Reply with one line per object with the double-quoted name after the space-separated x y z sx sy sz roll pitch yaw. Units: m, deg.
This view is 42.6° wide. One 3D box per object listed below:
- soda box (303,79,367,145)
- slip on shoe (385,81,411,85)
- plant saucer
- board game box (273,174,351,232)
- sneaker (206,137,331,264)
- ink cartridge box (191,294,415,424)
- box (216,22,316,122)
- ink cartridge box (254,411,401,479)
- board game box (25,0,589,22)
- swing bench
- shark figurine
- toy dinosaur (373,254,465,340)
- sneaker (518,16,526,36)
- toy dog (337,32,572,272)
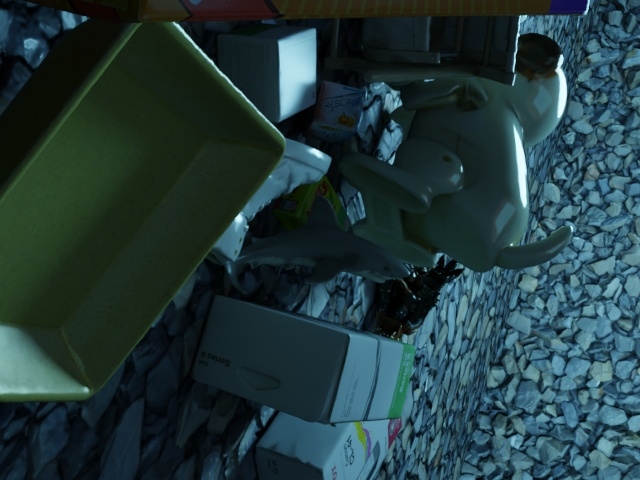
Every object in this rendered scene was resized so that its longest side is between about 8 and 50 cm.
0.017 -0.174 1.141 0.183 0.063 0.058 -161 -96 -84 "soda box"
0.113 -0.415 1.296 0.101 0.123 0.331 -102 -173 -67 "slip on shoe"
-0.197 -0.017 0.688 0.333 0.081 0.333 -52 162 0 "plant saucer"
-0.009 -0.037 1.268 0.092 0.043 0.181 -68 154 -20 "board game box"
-0.100 -0.055 1.003 0.292 0.108 0.169 4 99 -56 "sneaker"
-0.012 0.171 1.158 0.289 0.211 0.122 25 80 -66 "ink cartridge box"
-0.064 -0.208 1.010 0.101 0.087 0.102 -38 135 -55 "box"
0.025 0.338 1.422 0.306 0.131 0.226 -53 146 -45 "ink cartridge box"
-0.049 -0.341 0.530 0.356 0.356 0.356 -13 116 -39 "board game box"
0.155 -0.362 1.179 0.254 0.165 0.253 -4 111 -24 "swing bench"
-0.028 -0.006 1.147 0.278 0.166 0.116 2 106 -23 "shark figurine"
0.179 0.121 1.644 0.322 0.164 0.218 -81 -176 -51 "toy dinosaur"
0.354 -0.406 1.783 0.321 0.127 0.126 -66 155 -20 "sneaker"
0.267 -0.174 1.388 0.408 0.395 0.284 -58 148 -21 "toy dog"
